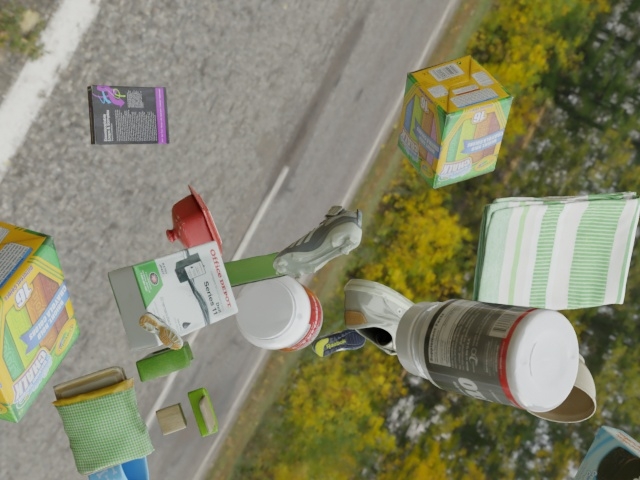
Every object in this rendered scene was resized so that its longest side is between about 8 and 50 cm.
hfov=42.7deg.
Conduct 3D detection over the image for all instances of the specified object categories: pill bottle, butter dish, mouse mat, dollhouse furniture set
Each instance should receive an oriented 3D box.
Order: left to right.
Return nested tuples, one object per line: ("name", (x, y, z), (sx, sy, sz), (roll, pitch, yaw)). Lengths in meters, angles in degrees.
("dollhouse furniture set", (-0.374, 0.340, 1.605), (0.301, 0.197, 0.151), (-18, 180, -5))
("butter dish", (-0.325, -0.032, 2.030), (0.118, 0.160, 0.160), (-25, 125, -10))
("mouse mat", (-0.164, 0.066, 1.726), (0.152, 0.190, 0.007), (-124, -156, -69))
("pill bottle", (-0.130, 0.220, 2.491), (0.229, 0.229, 0.407), (-62, 168, -4))
("pill bottle", (0.267, 0.182, 1.364), (0.283, 0.161, 0.161), (2, -125, 55))

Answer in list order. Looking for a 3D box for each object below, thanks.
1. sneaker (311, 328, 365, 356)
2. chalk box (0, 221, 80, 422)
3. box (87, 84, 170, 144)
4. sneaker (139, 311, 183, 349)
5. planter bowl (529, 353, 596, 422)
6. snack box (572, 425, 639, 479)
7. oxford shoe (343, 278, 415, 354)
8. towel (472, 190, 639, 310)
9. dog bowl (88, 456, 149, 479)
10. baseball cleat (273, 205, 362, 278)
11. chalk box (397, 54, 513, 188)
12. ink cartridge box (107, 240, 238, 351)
("sneaker", (0.042, 0.248, 2.017), (0.059, 0.144, 0.053), (-10, -92, 65))
("chalk box", (-0.474, 0.127, 1.168), (0.289, 0.179, 0.180), (91, 17, -47))
("box", (-0.382, -0.250, 1.637), (0.162, 0.029, 0.116), (-6, 95, -38))
("sneaker", (-0.260, 0.146, 1.357), (0.032, 0.083, 0.037), (-48, -172, 13))
("planter bowl", (0.500, 0.292, 1.719), (0.162, 0.162, 0.109), (103, 9, -53))
("snack box", (0.454, 0.483, 1.300), (0.187, 0.060, 0.322), (40, -71, 57))
("oxford shoe", (0.221, 0.232, 2.013), (0.169, 0.449, 0.130), (-9, -121, 51))
("towel", (0.453, 0.029, 1.568), (0.038, 0.325, 0.248), (-126, -145, -63))
("dog bowl", (-0.468, 0.464, 1.877), (0.074, 0.297, 0.166), (-23, 148, 8))
("baseball cleat", (0.000, 0.000, 1.544), (0.206, 0.072, 0.109), (-20, -139, 33))
("chalk box", (0.224, -0.185, 1.416), (0.132, 0.132, 0.213), (-19, 140, -18))
("ink cartridge box", (-0.268, 0.098, 1.517), (0.087, 0.153, 0.208), (-16, -177, 40))
